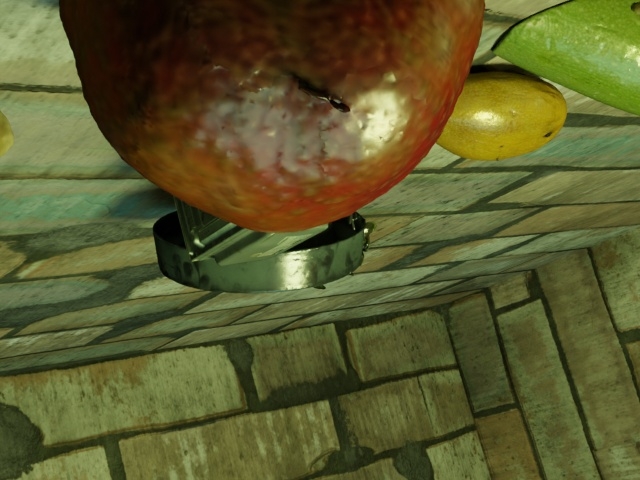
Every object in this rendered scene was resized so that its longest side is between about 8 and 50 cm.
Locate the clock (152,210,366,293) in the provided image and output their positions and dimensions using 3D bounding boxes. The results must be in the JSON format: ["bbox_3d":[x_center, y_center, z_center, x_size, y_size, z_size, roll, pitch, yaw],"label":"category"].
[{"bbox_3d":[-0.090,0.001,1.435,0.319,0.066,0.319,-1,-164,0],"label":"clock"}]

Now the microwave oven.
[{"bbox_3d":[-0.072,-0.081,1.162,0.145,0.194,0.240,-5,166,-36],"label":"microwave oven"}]

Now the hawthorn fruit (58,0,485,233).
[{"bbox_3d":[-0.036,-0.141,0.697,0.285,0.284,0.369,-15,167,-3],"label":"hawthorn fruit"}]

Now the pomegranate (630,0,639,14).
[{"bbox_3d":[0.410,-0.280,0.946,0.198,0.246,0.198,-16,132,-19],"label":"pomegranate"}]

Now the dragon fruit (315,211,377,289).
[{"bbox_3d":[-0.009,0.000,1.662,0.189,0.182,0.182,1,165,-10],"label":"dragon fruit"}]

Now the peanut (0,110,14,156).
[{"bbox_3d":[-0.442,-0.065,0.898,0.291,0.143,0.159,-23,158,13],"label":"peanut"}]

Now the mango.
[{"bbox_3d":[0.228,-0.169,1.319,0.262,0.109,0.157,-7,170,-28],"label":"mango"}]

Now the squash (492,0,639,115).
[{"bbox_3d":[0.374,-0.275,1.225,0.260,0.189,0.189,23,162,-5],"label":"squash"}]
